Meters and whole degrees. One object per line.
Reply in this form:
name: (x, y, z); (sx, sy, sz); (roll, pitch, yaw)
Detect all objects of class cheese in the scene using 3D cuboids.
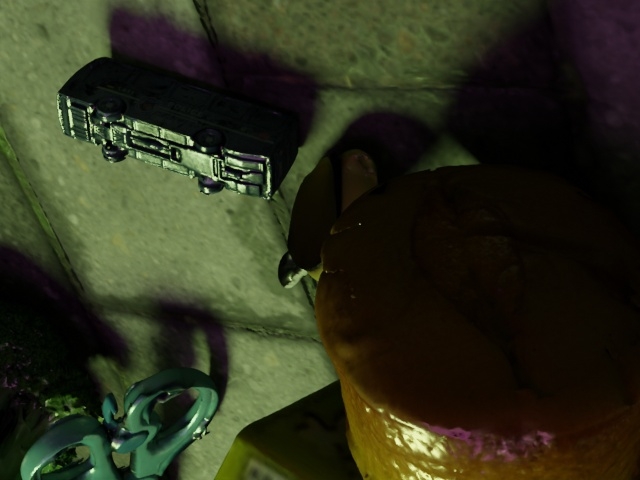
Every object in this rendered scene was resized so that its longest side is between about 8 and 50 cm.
cheese: (-0.001, 0.000, 1.020); (0.036, 0.086, 0.162); (5, 160, -19)

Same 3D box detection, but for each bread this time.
bread: (0.097, 0.053, 0.844); (0.195, 0.270, 0.143); (-7, 119, 1)

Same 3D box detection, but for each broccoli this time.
broccoli: (-0.341, 0.160, 1.315); (0.269, 0.241, 0.261); (26, 130, -38)

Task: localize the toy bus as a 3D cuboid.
toy bus: (-0.099, -0.079, 1.007); (0.166, 0.065, 0.047); (19, 140, 16)

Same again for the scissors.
scissors: (-0.171, 0.220, 1.339); (0.032, 0.180, 0.393); (60, 165, 26)

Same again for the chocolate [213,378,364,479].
chocolate: (0.107, 0.193, 0.940); (0.301, 0.289, 0.137); (24, 117, 29)
